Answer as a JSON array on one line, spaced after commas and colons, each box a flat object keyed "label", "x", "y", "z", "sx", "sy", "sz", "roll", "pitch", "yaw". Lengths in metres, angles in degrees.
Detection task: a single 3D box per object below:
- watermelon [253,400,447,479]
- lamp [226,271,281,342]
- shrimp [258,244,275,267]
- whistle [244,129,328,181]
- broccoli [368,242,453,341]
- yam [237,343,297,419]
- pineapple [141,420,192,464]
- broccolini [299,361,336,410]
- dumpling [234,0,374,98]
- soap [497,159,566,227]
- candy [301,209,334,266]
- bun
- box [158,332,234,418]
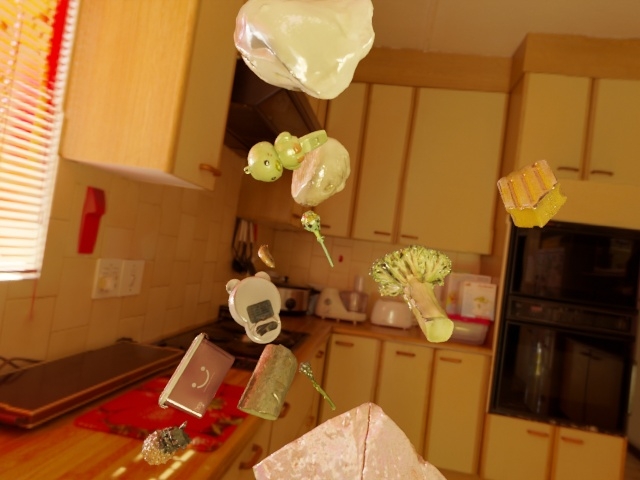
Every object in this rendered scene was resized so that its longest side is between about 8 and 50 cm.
[{"label": "watermelon", "x": 0.095, "y": 0.441, "z": 0.771, "sx": 0.292, "sy": 0.319, "sz": 0.222, "roll": 52, "pitch": 13, "yaw": 29}, {"label": "lamp", "x": -0.222, "y": 0.239, "z": 1.480, "sx": 0.179, "sy": 0.246, "sz": 0.108, "roll": -16, "pitch": -14, "yaw": -22}, {"label": "shrimp", "x": -0.135, "y": 0.041, "z": 1.078, "sx": 0.059, "sy": 0.023, "sz": 0.108, "roll": 50, "pitch": 6, "yaw": -13}, {"label": "whistle", "x": -0.114, "y": -0.281, "z": 1.403, "sx": 0.294, "sy": 0.141, "sz": 0.141, "roll": -17, "pitch": -5, "yaw": 7}, {"label": "broccoli", "x": 0.333, "y": 0.167, "z": 1.343, "sx": 0.252, "sy": 0.221, "sz": 0.361, "roll": 7, "pitch": 28, "yaw": -32}, {"label": "yam", "x": -0.190, "y": 0.536, "z": 1.585, "sx": 0.161, "sy": 0.268, "sz": 0.161, "roll": 13, "pitch": -41, "yaw": 11}, {"label": "pineapple", "x": -0.570, "y": 0.762, "z": 1.596, "sx": 0.128, "sy": 0.128, "sz": 0.248, "roll": 10, "pitch": -38, "yaw": -46}, {"label": "broccolini", "x": -0.010, "y": 0.500, "z": 1.442, "sx": 0.044, "sy": 0.218, "sz": 0.042, "roll": -32, "pitch": 13, "yaw": -9}, {"label": "dumpling", "x": -0.037, "y": -0.400, "z": 0.795, "sx": 0.318, "sy": 0.243, "sz": 0.187, "roll": 51, "pitch": 8, "yaw": 37}, {"label": "soap", "x": 0.646, "y": -0.139, "z": 1.297, "sx": 0.160, "sy": 0.080, "sz": 0.257, "roll": -28, "pitch": 23, "yaw": 28}, {"label": "candy", "x": 0.000, "y": 0.000, "z": 1.937, "sx": 0.083, "sy": 0.306, "sz": 0.091, "roll": -22, "pitch": 23, "yaw": 7}, {"label": "bun", "x": -0.003, "y": -0.332, "z": 2.074, "sx": 0.234, "sy": 0.362, "sz": 0.326, "roll": 15, "pitch": 27, "yaw": -31}, {"label": "box", "x": -0.462, "y": 0.516, "z": 1.605, "sx": 0.167, "sy": 0.294, "sz": 0.193, "roll": 33, "pitch": -23, "yaw": -11}]
